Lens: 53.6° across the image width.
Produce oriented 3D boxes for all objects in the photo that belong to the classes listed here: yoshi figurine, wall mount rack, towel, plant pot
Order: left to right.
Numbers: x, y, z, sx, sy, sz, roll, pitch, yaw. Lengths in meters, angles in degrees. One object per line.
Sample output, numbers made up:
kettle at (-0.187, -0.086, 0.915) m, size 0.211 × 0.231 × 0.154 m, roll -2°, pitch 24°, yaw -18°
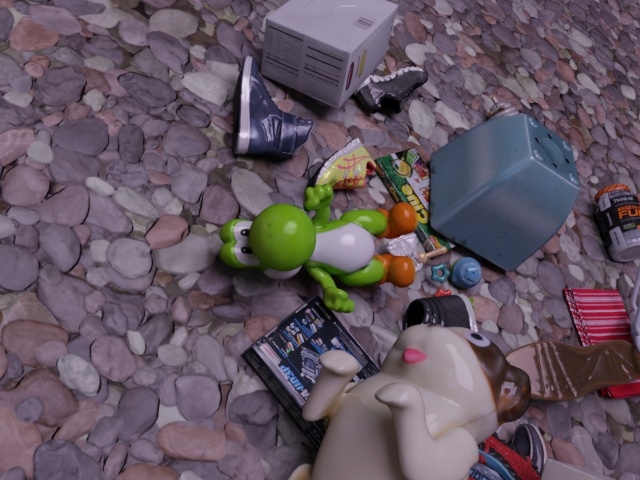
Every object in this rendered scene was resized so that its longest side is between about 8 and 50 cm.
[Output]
yoshi figurine at (0.012, 0.008, 1.110) m, size 0.362 × 0.203 × 0.203 m, roll 1°, pitch 43°, yaw -25°
plant pot at (0.419, -0.128, 1.402) m, size 0.248 × 0.252 × 0.247 m, roll 27°, pitch 46°, yaw -21°
towel at (0.694, 0.239, 1.508) m, size 0.199 × 0.031 × 0.274 m, roll 5°, pitch 59°, yaw -29°
wall mount rack at (0.764, 0.171, 1.434) m, size 0.304 × 0.130 × 0.350 m, roll 61°, pitch 25°, yaw 2°

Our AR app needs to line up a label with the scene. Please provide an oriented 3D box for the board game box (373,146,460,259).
board game box at (0.233, -0.090, 1.442) m, size 0.136 × 0.030 × 0.259 m, roll -22°, pitch 75°, yaw -35°

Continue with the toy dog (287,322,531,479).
toy dog at (0.140, 0.309, 0.922) m, size 0.395 × 0.285 × 0.408 m, roll 42°, pitch 70°, yaw -26°

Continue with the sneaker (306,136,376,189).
sneaker at (0.053, -0.140, 1.334) m, size 0.094 × 0.081 × 0.208 m, roll 47°, pitch 49°, yaw 0°

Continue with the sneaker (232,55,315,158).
sneaker at (-0.096, -0.271, 1.312) m, size 0.164 × 0.086 × 0.226 m, roll 4°, pitch 69°, yaw -16°

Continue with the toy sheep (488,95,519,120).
toy sheep at (0.492, -0.328, 1.702) m, size 0.091 × 0.091 × 0.132 m, roll -21°, pitch 90°, yaw -38°

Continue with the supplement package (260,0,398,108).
supplement package at (0.022, -0.452, 1.429) m, size 0.204 × 0.145 × 0.262 m, roll 27°, pitch 49°, yaw 12°

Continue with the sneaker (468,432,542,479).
sneaker at (0.287, 0.407, 1.112) m, size 0.262 × 0.125 × 0.104 m, roll 43°, pitch 27°, yaw 5°

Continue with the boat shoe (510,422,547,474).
boat shoe at (0.367, 0.431, 1.170) m, size 0.065 × 0.075 × 0.206 m, roll 26°, pitch 56°, yaw -18°

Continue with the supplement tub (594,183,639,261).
supplement tub at (0.808, -0.049, 1.695) m, size 0.117 × 0.117 × 0.190 m, roll 8°, pitch 58°, yaw -26°

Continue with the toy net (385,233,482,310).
toy net at (0.233, 0.065, 1.338) m, size 0.232 × 0.045 × 0.122 m, roll 22°, pitch 86°, yaw -11°

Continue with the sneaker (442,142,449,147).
sneaker at (0.419, -0.200, 1.552) m, size 0.240 × 0.091 × 0.126 m, roll -11°, pitch 100°, yaw 6°

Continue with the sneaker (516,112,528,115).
sneaker at (0.530, -0.177, 1.642) m, size 0.124 × 0.107 × 0.283 m, roll -30°, pitch 96°, yaw 2°

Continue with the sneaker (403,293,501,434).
sneaker at (0.240, 0.233, 1.205) m, size 0.147 × 0.104 × 0.295 m, roll 6°, pitch 54°, yaw -25°

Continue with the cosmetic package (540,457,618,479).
cosmetic package at (0.400, 0.522, 1.002) m, size 0.160 × 0.113 × 0.309 m, roll 25°, pitch 80°, yaw -39°

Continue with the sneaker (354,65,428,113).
sneaker at (0.184, -0.358, 1.551) m, size 0.234 × 0.078 × 0.106 m, roll -20°, pitch 76°, yaw -33°

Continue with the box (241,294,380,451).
box at (-0.001, 0.226, 1.094) m, size 0.220 × 0.051 × 0.175 m, roll 50°, pitch 50°, yaw 5°

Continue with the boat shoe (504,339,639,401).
boat shoe at (0.506, 0.277, 1.325) m, size 0.341 × 0.110 × 0.121 m, roll 1°, pitch 68°, yaw -20°
